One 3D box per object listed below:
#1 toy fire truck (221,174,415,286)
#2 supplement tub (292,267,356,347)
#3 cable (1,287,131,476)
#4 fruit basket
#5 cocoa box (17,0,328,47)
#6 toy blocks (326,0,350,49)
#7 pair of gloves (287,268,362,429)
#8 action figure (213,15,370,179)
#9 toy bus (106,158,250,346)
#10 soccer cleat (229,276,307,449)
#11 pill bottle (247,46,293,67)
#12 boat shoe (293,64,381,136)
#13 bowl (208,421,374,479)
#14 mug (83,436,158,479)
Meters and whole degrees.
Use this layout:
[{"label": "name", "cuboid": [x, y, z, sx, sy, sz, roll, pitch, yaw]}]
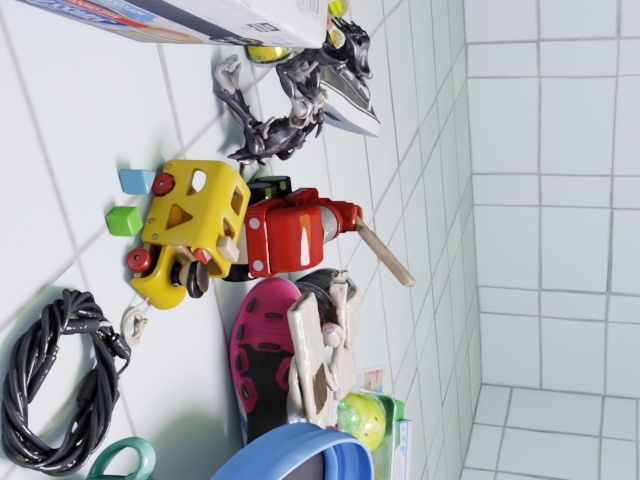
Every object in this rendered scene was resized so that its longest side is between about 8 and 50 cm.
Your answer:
[{"label": "toy fire truck", "cuboid": [0.000, 0.000, 1.202, 0.217, 0.246, 0.158, -35, 124, -67]}, {"label": "supplement tub", "cuboid": [-0.014, 0.116, 1.380, 0.190, 0.117, 0.117, -23, 114, -69]}, {"label": "cable", "cuboid": [-0.244, 0.136, 0.823, 0.184, 0.047, 0.150, -63, 149, -49]}, {"label": "fruit basket", "cuboid": [0.044, 0.396, 1.517, 0.353, 0.165, 0.327, 9, 84, -68]}, {"label": "cocoa box", "cuboid": [-0.149, -0.315, 0.761, 0.347, 0.228, 0.231, -7, 101, -71]}, {"label": "toy blocks", "cuboid": [0.000, -0.408, 1.451, 0.148, 0.054, 0.123, 52, 45, -62]}, {"label": "pair of gloves", "cuboid": [0.016, 0.158, 1.238, 0.240, 0.042, 0.204, -31, 121, -66]}, {"label": "action figure", "cuboid": [-0.051, -0.200, 1.168, 0.164, 0.276, 0.141, -17, 71, -45]}, {"label": "toy bus", "cuboid": [-0.148, 0.003, 0.996, 0.191, 0.104, 0.202, -42, 131, -64]}, {"label": "soccer cleat", "cuboid": [-0.074, 0.214, 1.267, 0.143, 0.116, 0.331, -98, -171, -85]}, {"label": "pill bottle", "cuboid": [-0.080, -0.311, 1.214, 0.065, 0.065, 0.116, -65, 150, -49]}, {"label": "boat shoe", "cuboid": [0.038, -0.260, 1.491, 0.306, 0.113, 0.104, 19, 88, -61]}, {"label": "bowl", "cuboid": [-0.078, 0.406, 1.079, 0.391, 0.077, 0.391, -37, 141, -37]}, {"label": "mug", "cuboid": [-0.210, 0.292, 0.862, 0.129, 0.097, 0.157, 70, 28, -47]}]
